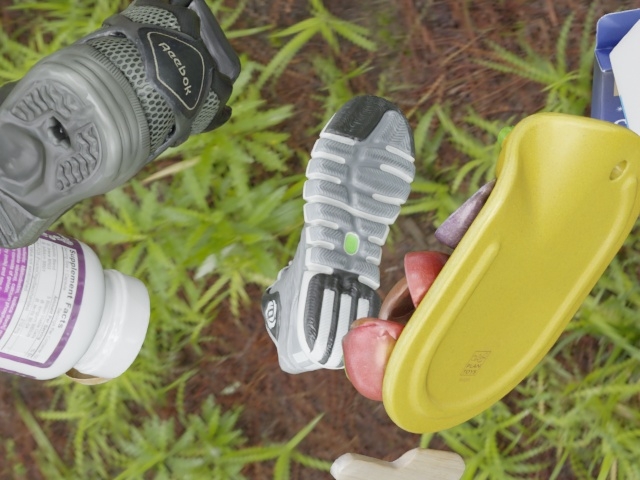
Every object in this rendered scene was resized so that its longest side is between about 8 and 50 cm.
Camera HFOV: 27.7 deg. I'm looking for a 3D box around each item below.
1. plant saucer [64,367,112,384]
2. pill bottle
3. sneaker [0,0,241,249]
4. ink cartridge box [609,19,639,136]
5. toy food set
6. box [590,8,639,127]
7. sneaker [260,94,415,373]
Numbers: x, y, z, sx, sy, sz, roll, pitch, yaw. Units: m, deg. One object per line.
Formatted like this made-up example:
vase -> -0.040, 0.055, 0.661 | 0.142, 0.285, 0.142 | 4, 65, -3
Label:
plant saucer -> -0.274, 0.158, 1.602 | 0.083, 0.083, 0.015 | 0, 112, 22
pill bottle -> -0.350, 0.061, 1.451 | 0.169, 0.302, 0.169 | -28, 52, 43
sneaker -> -0.123, -0.064, 0.688 | 0.228, 0.130, 0.087 | -19, 101, 53
ink cartridge box -> 0.321, -0.131, 1.030 | 0.090, 0.143, 0.092 | 125, 141, -61
toy food set -> 0.066, 0.021, 0.633 | 0.071, 0.128, 0.217 | 44, 112, 34
box -> 0.316, -0.118, 1.183 | 0.137, 0.036, 0.225 | -9, 136, 1
sneaker -> 0.000, 0.000, 1.030 | 0.086, 0.228, 0.132 | 22, 155, -18
